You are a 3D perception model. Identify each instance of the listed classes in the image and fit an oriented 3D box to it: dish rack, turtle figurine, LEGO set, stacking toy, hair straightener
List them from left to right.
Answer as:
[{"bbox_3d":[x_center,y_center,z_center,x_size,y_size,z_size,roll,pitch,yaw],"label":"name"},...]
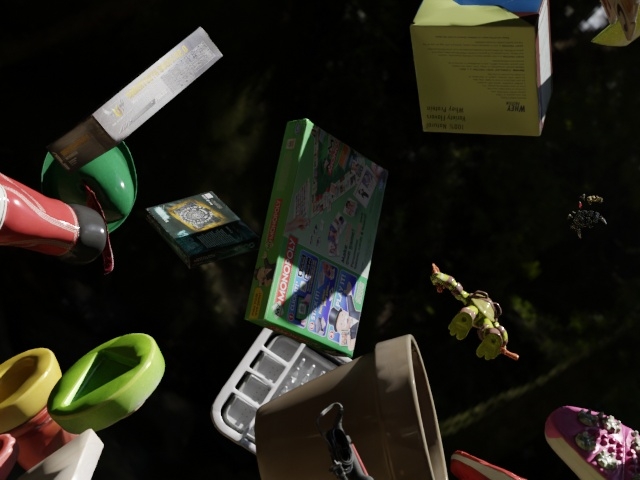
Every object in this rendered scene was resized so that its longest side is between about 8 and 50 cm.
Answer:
[{"bbox_3d":[-0.279,0.241,1.184,0.130,0.280,0.309,60,29,-25],"label":"stacking toy"},{"bbox_3d":[-0.029,0.349,2.283,0.333,0.285,0.072,32,-30,5],"label":"dish rack"},{"bbox_3d":[0.045,0.299,1.487,0.089,0.047,0.230,50,14,-45],"label":"hair straightener"},{"bbox_3d":[0.320,0.158,2.235,0.269,0.087,0.217,50,16,-8],"label":"turtle figurine"},{"bbox_3d":[0.379,-0.040,1.610,0.023,0.054,0.083,80,11,-46],"label":"LEGO set"}]

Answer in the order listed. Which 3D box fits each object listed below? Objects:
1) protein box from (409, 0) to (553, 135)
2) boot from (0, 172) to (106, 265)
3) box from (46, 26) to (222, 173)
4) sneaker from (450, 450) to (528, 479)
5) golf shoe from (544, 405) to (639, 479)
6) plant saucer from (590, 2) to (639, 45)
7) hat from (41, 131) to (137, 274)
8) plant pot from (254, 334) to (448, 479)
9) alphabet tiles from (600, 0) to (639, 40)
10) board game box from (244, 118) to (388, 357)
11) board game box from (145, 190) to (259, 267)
[{"bbox_3d":[0.266,-0.292,1.832,0.136,0.200,0.201,-64,151,-46],"label":"protein box"},{"bbox_3d":[-0.338,-0.032,1.212,0.176,0.088,0.244,17,4,-44],"label":"boot"},{"bbox_3d":[-0.271,-0.201,1.638,0.056,0.231,0.183,51,-32,-13],"label":"box"},{"bbox_3d":[0.241,0.408,1.760,0.087,0.128,0.221,27,-9,-11],"label":"sneaker"},{"bbox_3d":[0.392,0.332,1.409,0.306,0.140,0.115,37,37,5],"label":"golf shoe"},{"bbox_3d":[0.564,-0.396,1.861,0.045,0.188,0.188,51,-32,-1],"label":"plant saucer"},{"bbox_3d":[-0.313,-0.073,1.740,0.173,0.208,0.184,-11,12,-39],"label":"hat"},{"bbox_3d":[0.049,0.338,1.856,0.323,0.280,0.323,-12,90,-83],"label":"plant pot"},{"bbox_3d":[0.383,-0.466,1.606,0.285,0.011,0.342,56,15,-72],"label":"alphabet tiles"},{"bbox_3d":[0.000,0.000,1.745,0.046,0.317,0.213,-2,-21,42],"label":"board game box"},{"bbox_3d":[-0.199,-0.020,1.873,0.186,0.126,0.026,42,-39,49],"label":"board game box"}]
